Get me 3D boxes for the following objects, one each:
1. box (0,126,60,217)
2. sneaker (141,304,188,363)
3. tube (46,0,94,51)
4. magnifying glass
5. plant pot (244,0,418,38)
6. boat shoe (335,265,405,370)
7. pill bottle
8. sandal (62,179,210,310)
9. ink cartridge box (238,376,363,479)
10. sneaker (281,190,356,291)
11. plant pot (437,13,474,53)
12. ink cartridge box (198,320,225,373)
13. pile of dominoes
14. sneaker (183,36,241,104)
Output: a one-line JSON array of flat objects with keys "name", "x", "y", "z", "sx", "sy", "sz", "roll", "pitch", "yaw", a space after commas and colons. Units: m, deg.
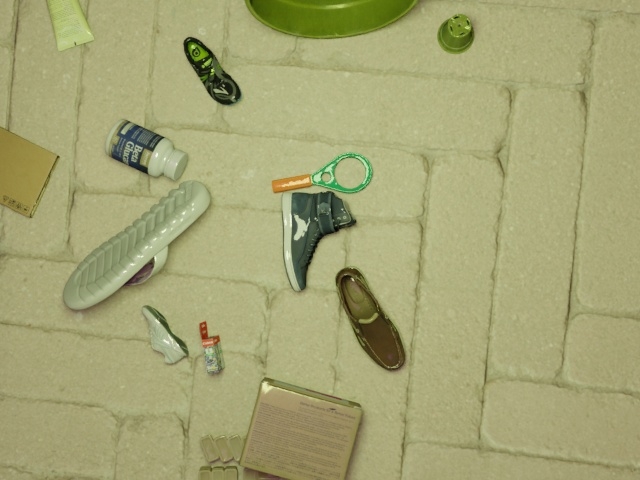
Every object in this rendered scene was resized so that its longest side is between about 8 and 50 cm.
[{"name": "box", "x": -0.738, "y": -0.170, "z": 1.676, "sx": 0.201, "sy": 0.021, "sz": 0.164, "roll": 26, "pitch": 92, "yaw": 4}, {"name": "sneaker", "x": -0.371, "y": 0.218, "z": 1.632, "sx": 0.061, "sy": 0.054, "sz": 0.152, "roll": -37, "pitch": 88, "yaw": 7}, {"name": "tube", "x": -0.606, "y": -0.569, "z": 1.652, "sx": 0.070, "sy": 0.062, "sz": 0.240, "roll": -13, "pitch": 95, "yaw": 48}, {"name": "magnifying glass", "x": 0.004, "y": -0.142, "z": 1.617, "sx": 0.231, "sy": 0.026, "sz": 0.092, "roll": -10, "pitch": 90, "yaw": 3}, {"name": "plant pot", "x": 0.018, "y": -0.668, "z": 1.477, "sx": 0.366, "sy": 0.366, "sz": 0.353, "roll": -5, "pitch": 77, "yaw": 5}, {"name": "boat shoe", "x": 0.104, "y": 0.179, "z": 1.571, "sx": 0.095, "sy": 0.095, "sz": 0.257, "roll": -32, "pitch": 88, "yaw": 4}, {"name": "pill bottle", "x": -0.392, "y": -0.201, "z": 1.611, "sx": 0.169, "sy": 0.094, "sz": 0.094, "roll": 24, "pitch": 92, "yaw": 4}, {"name": "sandal", "x": -0.401, "y": 0.033, "z": 1.605, "sx": 0.416, "sy": 0.169, "sz": 0.102, "roll": -38, "pitch": 127, "yaw": 3}, {"name": "ink cartridge box", "x": -0.043, "y": 0.429, "z": 1.575, "sx": 0.235, "sy": 0.088, "sz": 0.193, "roll": 16, "pitch": 86, "yaw": 1}, {"name": "sneaker", "x": 0.000, "y": -0.001, "z": 1.584, "sx": 0.163, "sy": 0.086, "sz": 0.226, "roll": -3, "pitch": 89, "yaw": 7}, {"name": "plant pot", "x": 0.302, "y": -0.463, "z": 1.562, "sx": 0.083, "sy": 0.079, "sz": 0.083, "roll": 0, "pitch": 89, "yaw": 5}, {"name": "ink cartridge box", "x": -0.247, "y": 0.240, "z": 1.616, "sx": 0.029, "sy": 0.063, "sz": 0.115, "roll": -10, "pitch": 89, "yaw": 6}, {"name": "pile of dominoes", "x": -0.154, "y": 0.539, "z": 1.634, "sx": 0.251, "sy": 0.040, "sz": 0.196, "roll": -1, "pitch": 89, "yaw": -4}, {"name": "sneaker", "x": -0.252, "y": -0.383, "z": 1.608, "sx": 0.067, "sy": 0.078, "sz": 0.188, "roll": -37, "pitch": 88, "yaw": 4}]
